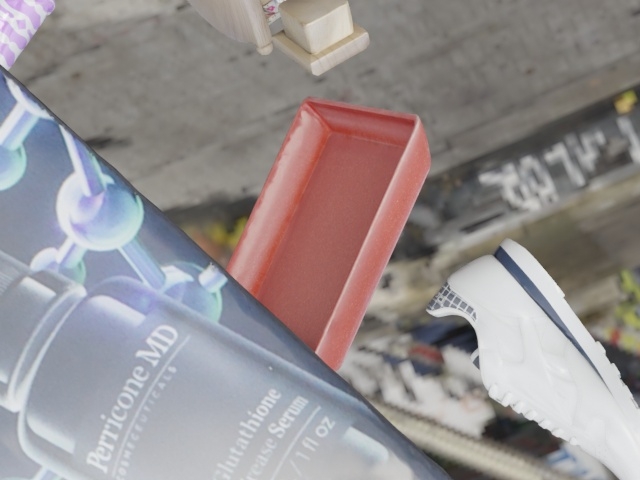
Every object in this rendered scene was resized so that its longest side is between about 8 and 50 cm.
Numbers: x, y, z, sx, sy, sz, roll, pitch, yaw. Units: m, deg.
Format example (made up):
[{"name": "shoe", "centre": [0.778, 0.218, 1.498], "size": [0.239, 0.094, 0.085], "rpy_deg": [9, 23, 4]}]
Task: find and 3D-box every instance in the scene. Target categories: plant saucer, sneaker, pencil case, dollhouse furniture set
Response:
[{"name": "plant saucer", "centre": [0.000, 0.000, 1.510], "size": [0.048, 0.258, 0.259], "rpy_deg": [25, 178, -26]}, {"name": "sneaker", "centre": [0.185, 0.113, 1.292], "size": [0.095, 0.235, 0.090], "rpy_deg": [-36, 167, -1]}, {"name": "pencil case", "centre": [-0.384, -0.214, 1.821], "size": [0.206, 0.088, 0.086], "rpy_deg": [-55, -176, -12]}, {"name": "dollhouse furniture set", "centre": [0.035, -0.221, 1.211], "size": [0.303, 0.355, 0.174], "rpy_deg": [-30, 134, -17]}]

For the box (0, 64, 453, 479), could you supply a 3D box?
[{"name": "box", "centre": [-0.121, 0.150, 0.691], "size": [0.293, 0.395, 0.212], "rpy_deg": [-48, -179, -11]}]
